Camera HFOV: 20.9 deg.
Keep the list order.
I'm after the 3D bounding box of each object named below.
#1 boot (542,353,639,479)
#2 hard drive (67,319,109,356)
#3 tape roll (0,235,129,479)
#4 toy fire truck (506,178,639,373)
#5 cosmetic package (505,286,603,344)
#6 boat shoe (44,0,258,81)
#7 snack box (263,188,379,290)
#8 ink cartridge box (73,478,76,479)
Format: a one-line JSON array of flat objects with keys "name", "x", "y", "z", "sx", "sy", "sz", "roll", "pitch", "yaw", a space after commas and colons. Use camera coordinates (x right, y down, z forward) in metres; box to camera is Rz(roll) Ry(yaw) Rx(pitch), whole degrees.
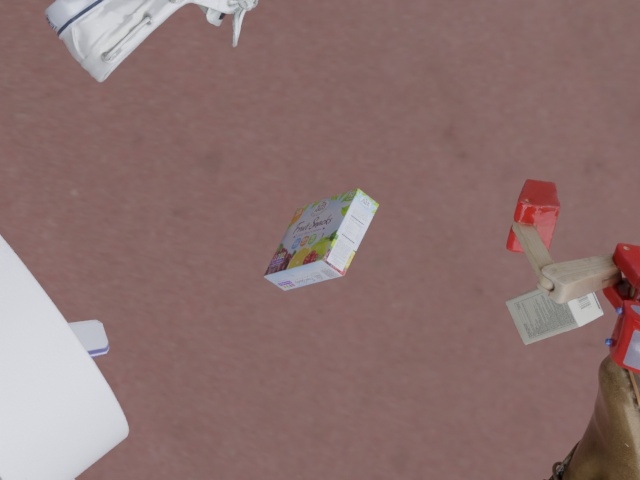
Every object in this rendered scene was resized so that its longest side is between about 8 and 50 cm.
[{"name": "boot", "x": 0.242, "y": 0.223, "z": 1.534, "sx": 0.115, "sy": 0.112, "sz": 0.305, "roll": -3, "pitch": 125, "yaw": 1}, {"name": "hard drive", "x": -0.408, "y": 0.156, "z": 1.867, "sx": 0.318, "sy": 0.210, "sz": 0.040, "roll": -19, "pitch": 86, "yaw": 11}, {"name": "tape roll", "x": -0.263, "y": 0.063, "z": 1.275, "sx": 0.100, "sy": 0.286, "sz": 0.286, "roll": -39, "pitch": 117, "yaw": -16}, {"name": "toy fire truck", "x": 0.212, "y": 0.028, "z": 1.314, "sx": 0.135, "sy": 0.192, "sz": 0.047, "roll": 11, "pitch": 121, "yaw": -2}, {"name": "cosmetic package", "x": 0.270, "y": 0.078, "z": 2.015, "sx": 0.041, "sy": 0.115, "sz": 0.060, "roll": -23, "pitch": 89, "yaw": -30}, {"name": "boat shoe", "x": -0.126, "y": -0.294, "z": 1.971, "sx": 0.367, "sy": 0.136, "sz": 0.156, "roll": -33, "pitch": 96, "yaw": 8}, {"name": "snack box", "x": 0.000, "y": 0.000, "z": 2.005, "sx": 0.037, "sy": 0.141, "sz": 0.100, "roll": 37, "pitch": 65, "yaw": -21}, {"name": "ink cartridge box", "x": -0.297, "y": 0.231, "z": 1.618, "sx": 0.122, "sy": 0.052, "sz": 0.088, "roll": 43, "pitch": 61, "yaw": -25}]
